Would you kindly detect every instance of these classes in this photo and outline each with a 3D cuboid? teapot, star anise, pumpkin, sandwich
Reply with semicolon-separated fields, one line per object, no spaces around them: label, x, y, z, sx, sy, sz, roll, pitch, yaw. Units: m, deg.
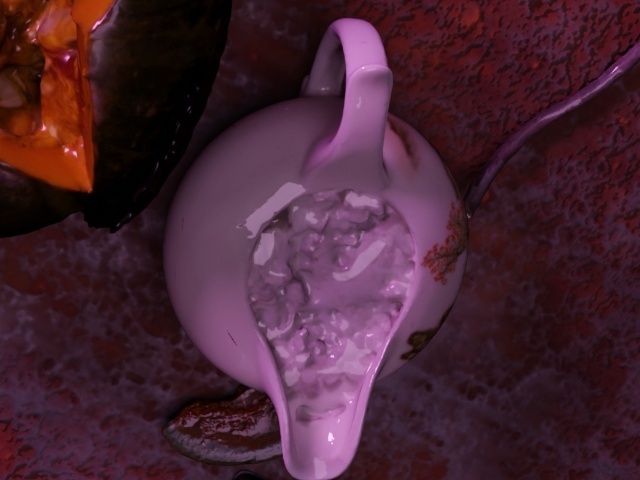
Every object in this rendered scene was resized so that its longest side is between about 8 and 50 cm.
teapot;0.000;0.000;0.909;0.204;0.139;0.298;-3;112;-10
star anise;0.223;-0.102;0.951;0.218;0.148;0.227;-15;149;-42
pumpkin;-0.201;-0.148;0.773;0.320;0.192;0.321;-5;115;-10
sandwich;-0.043;0.127;1.007;0.135;0.029;0.067;-24;115;-3

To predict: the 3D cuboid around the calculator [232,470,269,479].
calculator;0.013;0.286;1.088;0.261;0.021;0.161;26;103;-21
